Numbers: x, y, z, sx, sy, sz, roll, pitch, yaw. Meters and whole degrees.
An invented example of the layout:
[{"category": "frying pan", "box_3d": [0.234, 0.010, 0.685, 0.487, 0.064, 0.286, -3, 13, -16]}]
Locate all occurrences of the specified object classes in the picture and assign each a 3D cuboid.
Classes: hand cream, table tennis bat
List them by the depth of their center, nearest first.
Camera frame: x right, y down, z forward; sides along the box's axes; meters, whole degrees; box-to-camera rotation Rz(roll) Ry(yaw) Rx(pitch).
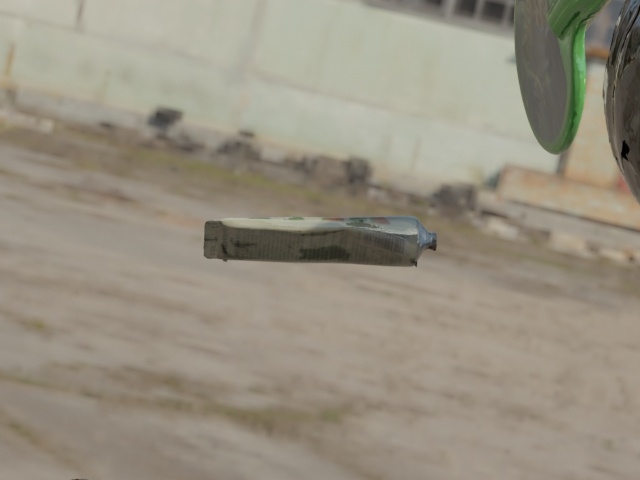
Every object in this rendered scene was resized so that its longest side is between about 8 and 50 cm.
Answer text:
[{"category": "hand cream", "box_3d": [0.000, 0.000, 1.297, 0.165, 0.037, 0.057, 1, -29, -4]}, {"category": "table tennis bat", "box_3d": [0.184, -0.160, 1.402, 0.039, 0.160, 0.257, -6, -15, -9]}]

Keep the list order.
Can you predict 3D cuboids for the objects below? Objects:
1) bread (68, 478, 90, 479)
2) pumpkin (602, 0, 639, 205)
[{"category": "bread", "box_3d": [-0.156, 0.223, 1.361, 0.105, 0.076, 0.233, -26, -36, 25]}, {"category": "pumpkin", "box_3d": [0.311, -0.070, 0.966, 0.323, 0.241, 0.323, 19, 17, -6]}]
